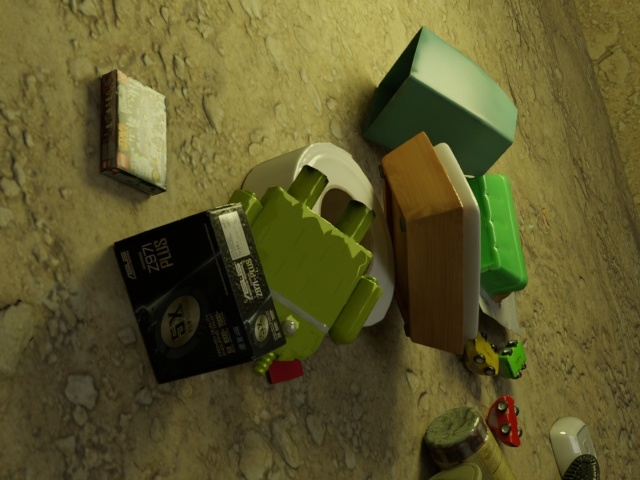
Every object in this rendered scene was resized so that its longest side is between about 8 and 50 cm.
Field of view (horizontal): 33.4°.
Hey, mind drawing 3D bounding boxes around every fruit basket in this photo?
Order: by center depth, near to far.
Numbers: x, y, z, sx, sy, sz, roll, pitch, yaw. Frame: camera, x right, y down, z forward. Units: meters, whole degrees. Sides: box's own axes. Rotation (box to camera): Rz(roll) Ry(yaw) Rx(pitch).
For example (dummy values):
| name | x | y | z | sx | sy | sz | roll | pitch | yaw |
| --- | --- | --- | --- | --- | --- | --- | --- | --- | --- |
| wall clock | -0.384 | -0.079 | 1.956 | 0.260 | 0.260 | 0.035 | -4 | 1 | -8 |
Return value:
| name | x | y | z | sx | sy | sz | roll | pitch | yaw |
| --- | --- | --- | --- | --- | --- | --- | --- | --- | --- |
| fruit basket | 0.320 | 0.015 | 2.106 | 0.353 | 0.165 | 0.327 | 37 | 43 | -68 |

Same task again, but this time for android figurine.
| name | x | y | z | sx | sy | sz | roll | pitch | yaw |
| --- | --- | --- | --- | --- | --- | --- | --- | --- | --- |
| android figurine | -0.041 | 0.045 | 1.402 | 0.248 | 0.056 | 0.273 | 37 | 76 | -17 |

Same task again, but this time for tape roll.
| name | x | y | z | sx | sy | sz | roll | pitch | yaw |
| --- | --- | --- | --- | --- | --- | --- | --- | --- | --- |
| tape roll | 0.000 | 0.000 | 1.583 | 0.286 | 0.100 | 0.286 | 34 | 47 | -47 |

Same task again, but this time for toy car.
| name | x | y | z | sx | sy | sz | roll | pitch | yaw |
| --- | --- | --- | --- | --- | --- | --- | --- | --- | --- |
| toy car | 0.350 | 0.262 | 2.083 | 0.225 | 0.053 | 0.239 | -36 | 107 | -60 |

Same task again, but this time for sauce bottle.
| name | x | y | z | sx | sy | sz | roll | pitch | yaw |
| --- | --- | --- | --- | --- | --- | --- | --- | --- | --- |
| sauce bottle | 0.294 | 0.444 | 1.838 | 0.344 | 0.111 | 0.111 | 62 | 31 | -23 |

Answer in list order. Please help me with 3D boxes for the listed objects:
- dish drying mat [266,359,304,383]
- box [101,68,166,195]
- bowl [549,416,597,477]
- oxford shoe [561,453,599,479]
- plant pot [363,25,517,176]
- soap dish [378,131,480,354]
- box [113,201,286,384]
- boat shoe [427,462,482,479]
| name | x | y | z | sx | sy | sz | roll | pitch | yaw |
| --- | --- | --- | --- | --- | --- | --- | --- | --- | --- |
| dish drying mat | -0.051 | 0.181 | 1.493 | 0.083 | 0.008 | 0.032 | -4 | 77 | -59 |
| box | -0.232 | -0.134 | 1.333 | 0.094 | 0.027 | 0.137 | 25 | 54 | -51 |
| bowl | 0.560 | 0.459 | 2.334 | 0.142 | 0.053 | 0.142 | -16 | 87 | -61 |
| oxford shoe | 0.546 | 0.561 | 2.230 | 0.096 | 0.082 | 0.227 | 44 | 54 | -45 |
| plant pot | 0.229 | -0.231 | 1.926 | 0.234 | 0.165 | 0.166 | 29 | 44 | -10 |
| soap dish | 0.172 | 0.007 | 1.703 | 0.229 | 0.118 | 0.291 | -106 | -172 | -53 |
| box | -0.143 | 0.063 | 1.260 | 0.077 | 0.147 | 0.180 | -20 | 93 | -60 |
| boat shoe | 0.181 | 0.473 | 1.640 | 0.302 | 0.113 | 0.103 | -49 | 119 | -44 |
